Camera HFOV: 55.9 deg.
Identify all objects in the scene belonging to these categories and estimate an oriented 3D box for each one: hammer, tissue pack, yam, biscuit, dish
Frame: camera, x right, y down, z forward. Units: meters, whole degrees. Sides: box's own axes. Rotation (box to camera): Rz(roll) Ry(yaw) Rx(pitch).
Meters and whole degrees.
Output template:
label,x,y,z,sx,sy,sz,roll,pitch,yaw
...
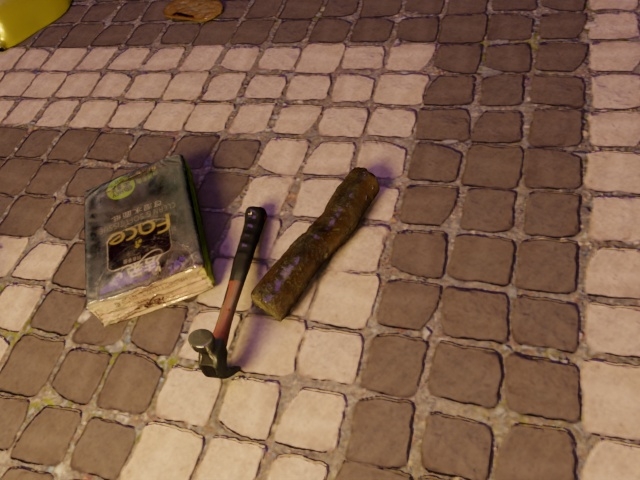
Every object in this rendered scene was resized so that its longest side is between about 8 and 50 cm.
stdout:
label,x,y,z,sx,sy,sz,roll,pitch,yaw
hammer,-0.111,0.054,0.802,0.033,0.111,0.287,0,46,10
tissue pack,-0.259,-0.007,0.891,0.174,0.073,0.235,-19,51,1
yam,0.000,0.000,0.832,0.061,0.061,0.253,24,62,28
biscuit,-0.275,-0.498,1.301,0.147,0.018,0.071,15,56,25
dish,-0.731,-0.563,1.408,0.221,0.108,0.262,26,64,30
